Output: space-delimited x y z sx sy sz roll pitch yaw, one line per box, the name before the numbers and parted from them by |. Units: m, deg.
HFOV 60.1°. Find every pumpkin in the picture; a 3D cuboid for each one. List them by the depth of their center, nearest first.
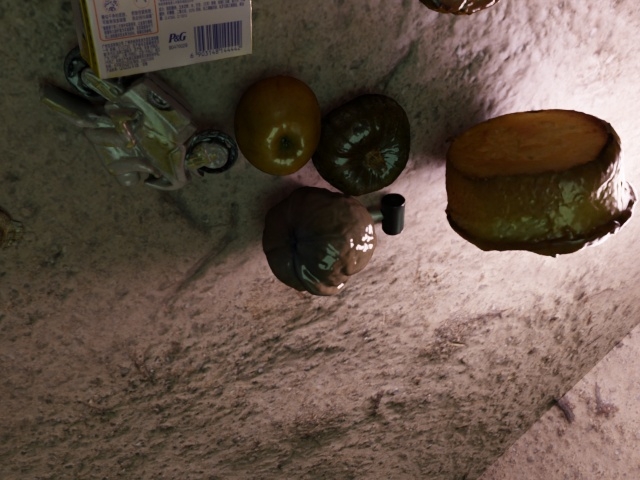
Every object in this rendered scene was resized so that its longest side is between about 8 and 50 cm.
pumpkin | 0.089 -0.186 1.151 0.219 0.162 0.219 -14 133 -16

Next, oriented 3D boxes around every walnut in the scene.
walnut | -0.001 -0.002 1.226 0.248 0.248 0.248 -11 132 -13

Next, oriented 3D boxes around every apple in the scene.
apple | -0.079 -0.215 1.058 0.182 0.155 0.182 -6 130 -7

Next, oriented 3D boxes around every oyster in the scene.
oyster | -0.659 -0.031 1.063 0.108 0.053 0.165 -16 141 6

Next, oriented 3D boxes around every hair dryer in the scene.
hair dryer | 0.110 -0.054 1.355 0.198 0.057 0.100 -7 131 -5

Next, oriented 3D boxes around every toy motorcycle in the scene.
toy motorcycle | -0.333 -0.194 1.011 0.223 0.108 0.341 -37 128 24

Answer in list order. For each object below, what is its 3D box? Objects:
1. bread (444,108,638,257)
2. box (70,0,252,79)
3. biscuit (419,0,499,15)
bread | 0.467 -0.131 1.201 0.398 0.398 0.215 -21 122 -4
box | -0.241 -0.365 0.858 0.265 0.097 0.168 -22 137 -27
biscuit | 0.272 -0.543 0.972 0.296 0.075 0.296 -11 132 -13
